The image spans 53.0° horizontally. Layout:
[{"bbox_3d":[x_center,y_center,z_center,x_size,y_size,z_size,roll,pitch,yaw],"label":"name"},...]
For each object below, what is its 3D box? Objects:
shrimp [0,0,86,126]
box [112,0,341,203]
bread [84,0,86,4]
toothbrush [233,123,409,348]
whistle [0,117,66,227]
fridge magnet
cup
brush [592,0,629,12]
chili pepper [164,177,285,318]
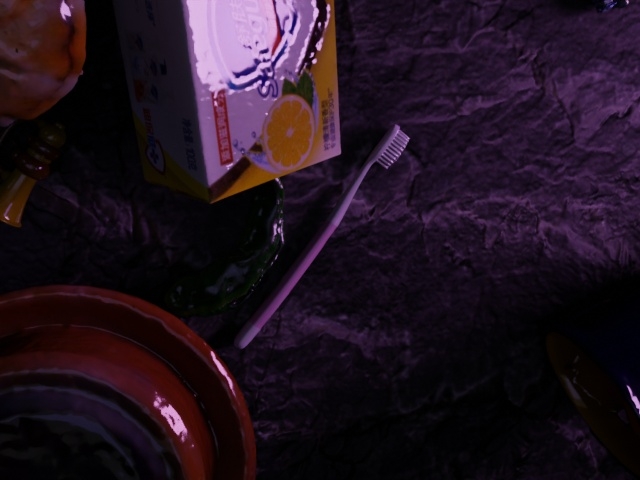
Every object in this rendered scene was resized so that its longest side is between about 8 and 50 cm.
[{"bbox_3d":[-0.283,-0.181,0.394,0.287,0.063,0.152,37,107,-19],"label":"shrimp"},{"bbox_3d":[-0.073,-0.181,0.526,0.168,0.097,0.264,-25,122,-43],"label":"box"},{"bbox_3d":[-0.367,-0.254,0.497,0.399,0.215,0.397,-1,99,-7],"label":"bread"},{"bbox_3d":[0.000,0.000,0.671,0.025,0.020,0.286,36,93,-17],"label":"toothbrush"},{"bbox_3d":[-0.290,-0.073,0.626,0.046,0.057,0.109,35,83,-54],"label":"whistle"},{"bbox_3d":[-0.242,0.221,0.608,0.364,0.155,0.363,-1,98,-7],"label":"fridge magnet"},{"bbox_3d":[0.394,0.122,0.687,0.256,0.255,0.178,-28,63,-4],"label":"cup"},{"bbox_3d":[0.259,-0.312,0.647,0.030,0.033,0.178,-28,100,13],"label":"brush"},{"bbox_3d":[-0.083,0.010,0.648,0.073,0.050,0.182,35,91,-3],"label":"chili pepper"}]
